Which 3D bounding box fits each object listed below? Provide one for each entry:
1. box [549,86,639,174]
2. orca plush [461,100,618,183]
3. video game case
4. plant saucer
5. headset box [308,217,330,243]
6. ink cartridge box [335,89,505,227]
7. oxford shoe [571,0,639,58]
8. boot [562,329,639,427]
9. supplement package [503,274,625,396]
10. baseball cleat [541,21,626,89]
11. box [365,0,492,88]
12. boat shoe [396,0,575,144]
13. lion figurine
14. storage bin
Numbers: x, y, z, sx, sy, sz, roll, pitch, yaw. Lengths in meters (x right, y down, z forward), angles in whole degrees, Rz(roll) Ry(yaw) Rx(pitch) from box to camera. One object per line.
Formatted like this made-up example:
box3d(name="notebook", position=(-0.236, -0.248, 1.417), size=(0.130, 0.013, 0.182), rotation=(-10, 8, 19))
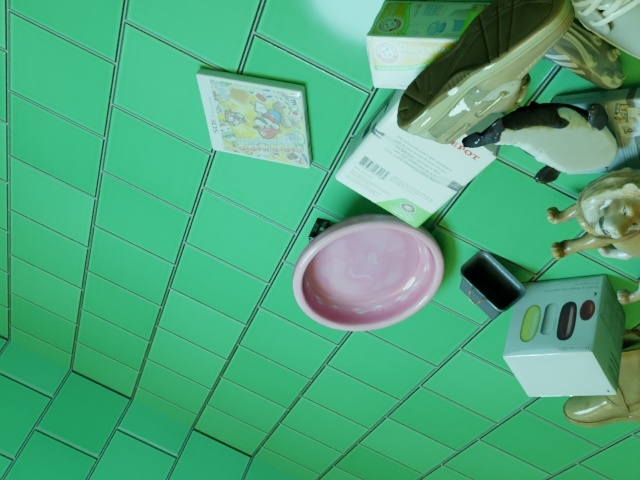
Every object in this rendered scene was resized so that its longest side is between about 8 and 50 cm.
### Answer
box3d(name="box", position=(0.492, -0.181, 1.335), size=(0.186, 0.038, 0.145), rotation=(-1, 130, 37))
box3d(name="orca plush", position=(0.347, -0.174, 1.274), size=(0.287, 0.102, 0.151), rotation=(-7, 135, -21))
box3d(name="video game case", position=(-0.132, -0.247, 1.631), size=(0.227, 0.026, 0.206), rotation=(12, 141, 15))
box3d(name="plant saucer", position=(0.101, 0.061, 1.745), size=(0.332, 0.084, 0.332), rotation=(-5, 133, -6))
box3d(name="headset box", position=(0.000, 0.000, 1.827), size=(0.032, 0.062, 0.083), rotation=(12, 142, 16))
box3d(name="ink cartridge box", position=(0.182, -0.171, 1.478), size=(0.198, 0.115, 0.273), rotation=(31, 143, -10))
box3d(name="oxford shoe", position=(0.393, -0.368, 1.119), size=(0.449, 0.130, 0.169), rotation=(34, 140, -15))
box3d(name="boot", position=(0.654, 0.318, 1.845), size=(0.236, 0.089, 0.269), rotation=(-12, 131, 25))
box3d(name="supplement package", position=(0.515, 0.202, 1.675), size=(0.194, 0.203, 0.149), rotation=(-10, 131, 36))
box3d(name="baseball cleat", position=(0.383, -0.304, 1.265), size=(0.206, 0.072, 0.109), rotation=(39, 154, -11))
box3d(name="box", position=(0.189, -0.317, 1.301), size=(0.203, 0.114, 0.103), rotation=(8, 139, 22))
box3d(name="boat shoe", position=(0.252, -0.250, 1.171), size=(0.110, 0.121, 0.341), rotation=(23, 150, -23))
box3d(name="lion figurine", position=(0.572, -0.006, 1.433), size=(0.392, 0.142, 0.240), rotation=(21, 151, -35))
box3d(name="storage bin", position=(0.358, 0.109, 1.717), size=(0.135, 0.098, 0.091), rotation=(45, 159, 20))
